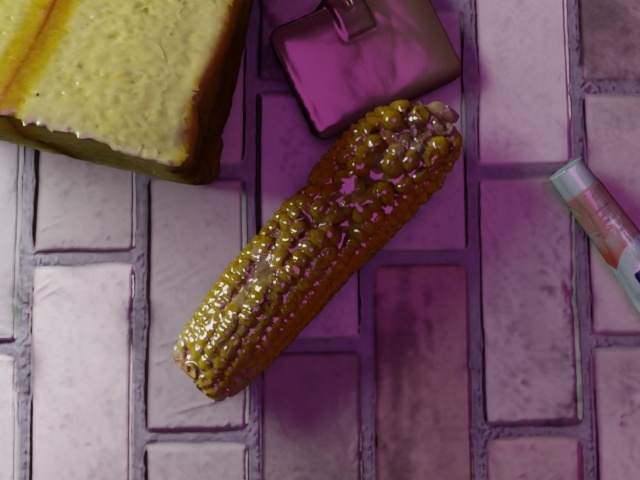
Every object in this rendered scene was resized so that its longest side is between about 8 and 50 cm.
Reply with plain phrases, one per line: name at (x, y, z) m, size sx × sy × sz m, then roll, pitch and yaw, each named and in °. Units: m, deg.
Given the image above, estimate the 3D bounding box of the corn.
corn at (0.000, 0.000, 0.795) m, size 0.097 × 0.097 × 0.320 m, roll 42°, pitch 85°, yaw 1°

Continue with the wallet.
wallet at (0.039, -0.168, 0.839) m, size 0.152 × 0.039 × 0.118 m, roll -24°, pitch 91°, yaw -8°

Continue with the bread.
bread at (-0.162, -0.241, 0.738) m, size 0.233 × 0.245 × 0.362 m, roll 14°, pitch 88°, yaw -1°

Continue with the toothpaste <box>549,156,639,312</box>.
toothpaste at (0.280, 0.017, 0.839) m, size 0.056 × 0.036 × 0.205 m, roll -36°, pitch 92°, yaw -5°
